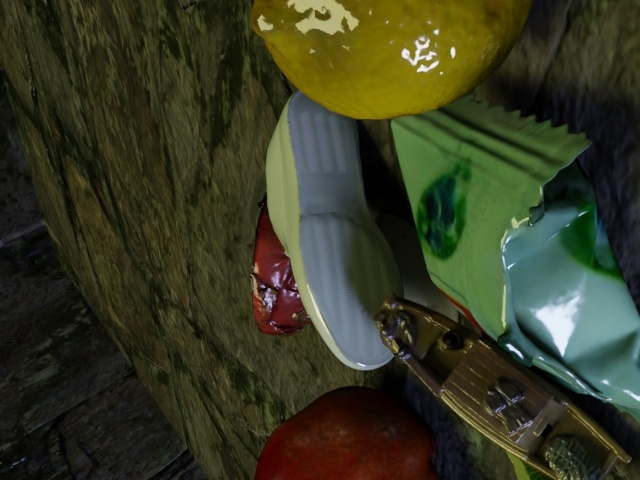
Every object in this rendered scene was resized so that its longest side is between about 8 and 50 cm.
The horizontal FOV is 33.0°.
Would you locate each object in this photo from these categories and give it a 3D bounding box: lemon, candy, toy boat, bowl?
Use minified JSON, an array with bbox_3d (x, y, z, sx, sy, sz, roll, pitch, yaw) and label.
[{"bbox_3d":[0.058,-0.215,0.921,0.228,0.253,0.228,38,155,21],"label":"lemon"},{"bbox_3d":[0.219,0.042,1.051,0.398,0.172,0.263,52,179,-34],"label":"candy"},{"bbox_3d":[0.190,0.166,1.181,0.321,0.089,0.121,37,180,19],"label":"toy boat"},{"bbox_3d":[0.089,0.065,1.413,0.189,0.086,0.189,48,154,33],"label":"bowl"}]

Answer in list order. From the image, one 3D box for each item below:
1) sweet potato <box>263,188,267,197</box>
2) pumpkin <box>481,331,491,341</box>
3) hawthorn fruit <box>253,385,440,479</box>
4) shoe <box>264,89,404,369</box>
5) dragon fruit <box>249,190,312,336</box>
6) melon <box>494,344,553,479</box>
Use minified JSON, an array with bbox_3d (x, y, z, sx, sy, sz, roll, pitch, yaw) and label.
[{"bbox_3d":[-0.074,-0.042,1.717,0.034,0.034,0.095,30,139,53],"label":"sweet potato"},{"bbox_3d":[0.190,0.070,1.255,0.073,0.035,0.101,75,179,-61],"label":"pumpkin"},{"bbox_3d":[0.046,0.368,1.584,0.295,0.311,0.295,36,150,24],"label":"hawthorn fruit"},{"bbox_3d":[0.000,0.000,1.358,0.160,0.132,0.363,133,129,-61],"label":"shoe"},{"bbox_3d":[-0.009,0.030,1.530,0.224,0.148,0.218,74,-160,-65],"label":"dragon fruit"},{"bbox_3d":[0.235,0.224,1.288,0.209,0.064,0.118,63,171,-8],"label":"melon"}]
